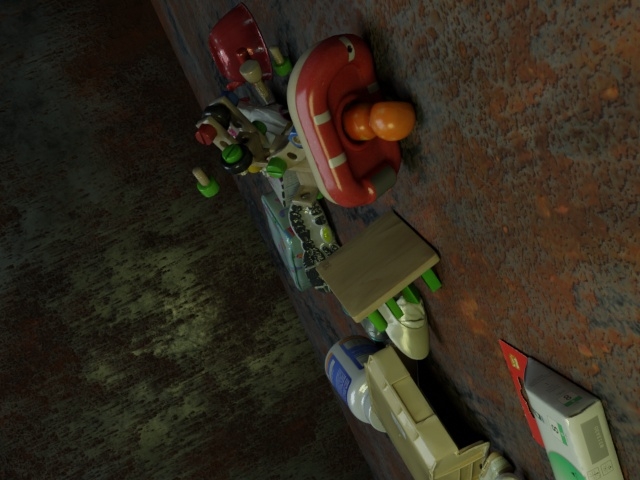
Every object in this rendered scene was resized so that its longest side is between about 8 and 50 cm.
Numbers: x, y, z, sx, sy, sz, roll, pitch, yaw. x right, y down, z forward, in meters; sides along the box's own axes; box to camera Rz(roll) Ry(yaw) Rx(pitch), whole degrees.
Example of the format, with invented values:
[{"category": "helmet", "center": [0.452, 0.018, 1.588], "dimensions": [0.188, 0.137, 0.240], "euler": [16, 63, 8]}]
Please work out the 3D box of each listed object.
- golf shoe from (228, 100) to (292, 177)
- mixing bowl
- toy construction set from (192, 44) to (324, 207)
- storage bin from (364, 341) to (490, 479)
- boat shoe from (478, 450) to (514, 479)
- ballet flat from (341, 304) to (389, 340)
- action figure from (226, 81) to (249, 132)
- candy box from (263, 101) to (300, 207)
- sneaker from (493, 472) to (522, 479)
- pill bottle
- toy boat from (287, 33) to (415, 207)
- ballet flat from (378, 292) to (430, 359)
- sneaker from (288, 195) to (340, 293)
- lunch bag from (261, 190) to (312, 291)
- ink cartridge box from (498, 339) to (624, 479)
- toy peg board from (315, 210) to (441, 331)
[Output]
[{"category": "golf shoe", "center": [-0.128, -0.252, 1.608], "dimensions": [0.306, 0.140, 0.115], "euler": [48, 172, 44]}, {"category": "mixing bowl", "center": [-0.189, -0.426, 1.627], "dimensions": [0.181, 0.098, 0.181], "euler": [60, 169, 21]}, {"category": "toy construction set", "center": [-0.085, -0.198, 1.405], "dimensions": [0.237, 0.258, 0.308], "euler": [58, -160, -50]}, {"category": "storage bin", "center": [0.206, 0.359, 1.438], "dimensions": [0.262, 0.123, 0.260], "euler": [58, 167, 37]}, {"category": "boat shoe", "center": [0.302, 0.405, 1.273], "dimensions": [0.135, 0.050, 0.045], "euler": [99, 149, -55]}, {"category": "ballet flat", "center": [0.108, 0.158, 1.658], "dimensions": [0.213, 0.072, 0.068], "euler": [-137, 51, -63]}, {"category": "action figure", "center": [-0.180, -0.324, 1.910], "dimensions": [0.280, 0.139, 0.091], "euler": [-94, -12, -45]}, {"category": "candy box", "center": [-0.099, -0.205, 1.775], "dimensions": [0.159, 0.071, 0.233], "euler": [61, 168, 20]}, {"category": "sneaker", "center": [0.317, 0.468, 1.231], "dimensions": [0.115, 0.090, 0.232], "euler": [-126, 15, -61]}, {"category": "pill bottle", "center": [0.121, 0.348, 1.759], "dimensions": [0.152, 0.152, 0.272], "euler": [69, 169, -23]}, {"category": "toy boat", "center": [0.060, -0.161, 0.967], "dimensions": [0.151, 0.151, 0.231], "euler": [1, 120, 45]}, {"category": "ballet flat", "center": [0.135, 0.093, 1.304], "dimensions": [0.248, 0.086, 0.086], "euler": [62, 170, 20]}, {"category": "sneaker", "center": [0.000, 0.000, 1.774], "dimensions": [0.110, 0.107, 0.275], "euler": [-89, -16, -67]}, {"category": "lunch bag", "center": [-0.068, -0.013, 1.981], "dimensions": [0.279, 0.108, 0.224], "euler": [80, 165, -54]}, {"category": "ink cartridge box", "center": [0.290, 0.243, 0.923], "dimensions": [0.180, 0.056, 0.225], "euler": [68, 168, -16]}, {"category": "toy peg board", "center": [0.101, 0.057, 1.173], "dimensions": [0.079, 0.161, 0.160], "euler": [54, 178, -36]}]
